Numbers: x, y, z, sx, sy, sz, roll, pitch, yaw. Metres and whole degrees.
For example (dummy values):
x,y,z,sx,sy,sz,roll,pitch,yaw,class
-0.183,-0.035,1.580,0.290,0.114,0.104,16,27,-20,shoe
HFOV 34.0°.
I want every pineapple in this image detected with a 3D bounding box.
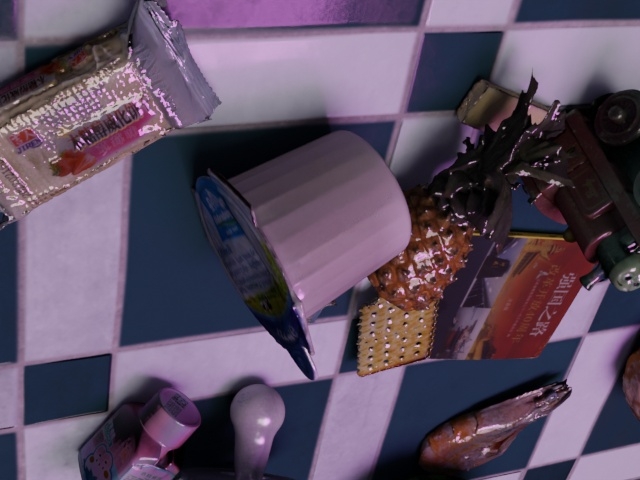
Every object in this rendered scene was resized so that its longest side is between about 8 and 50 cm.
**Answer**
x,y,z,sx,sy,sz,roll,pitch,yaw,class
0.204,-0.056,1.419,0.165,0.165,0.364,22,125,-39,pineapple

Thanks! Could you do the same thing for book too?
x,y,z,sx,sy,sz,roll,pitch,yaw,class
0.266,0.092,1.705,0.374,0.028,0.262,3,125,-29,book

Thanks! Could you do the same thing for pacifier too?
x,y,z,sx,sy,sz,roll,pitch,yaw,class
-0.121,0.336,1.618,0.244,0.299,0.233,12,85,-6,pacifier

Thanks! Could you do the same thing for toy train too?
x,y,z,sx,sy,sz,roll,pitch,yaw,class
0.421,-0.064,1.461,0.221,0.304,0.150,-40,135,23,toy train

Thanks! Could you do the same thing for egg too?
x,y,z,sx,sy,sz,roll,pitch,yaw,class
0.662,0.268,1.949,0.195,0.195,0.233,-20,146,-11,egg

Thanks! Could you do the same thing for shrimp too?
x,y,z,sx,sy,sz,roll,pitch,yaw,class
0.330,0.356,1.949,0.317,0.062,0.164,-27,140,2,shrimp

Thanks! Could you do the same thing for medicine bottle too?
x,y,z,sx,sy,sz,roll,pitch,yaw,class
-0.266,0.309,1.552,0.094,0.119,0.188,29,111,-40,medicine bottle

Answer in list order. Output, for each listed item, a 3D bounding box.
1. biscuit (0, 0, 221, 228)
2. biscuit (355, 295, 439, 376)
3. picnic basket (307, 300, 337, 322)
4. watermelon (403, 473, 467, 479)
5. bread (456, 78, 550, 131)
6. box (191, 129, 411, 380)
x,y,z,sx,sy,sz,roll,pitch,yaw,class
-0.278,-0.142,1.181,0.309,0.079,0.186,-27,137,-1,biscuit
0.120,0.130,1.631,0.144,0.016,0.203,-14,133,-16,biscuit
-0.013,0.081,1.531,0.065,0.083,0.083,35,63,-42,picnic basket
0.214,0.594,1.905,0.363,0.363,0.363,-14,133,-16,watermelon
0.261,-0.176,1.465,0.154,0.028,0.068,14,121,-36,bread
0.000,0.000,1.322,0.206,0.291,0.262,-31,180,-17,box
